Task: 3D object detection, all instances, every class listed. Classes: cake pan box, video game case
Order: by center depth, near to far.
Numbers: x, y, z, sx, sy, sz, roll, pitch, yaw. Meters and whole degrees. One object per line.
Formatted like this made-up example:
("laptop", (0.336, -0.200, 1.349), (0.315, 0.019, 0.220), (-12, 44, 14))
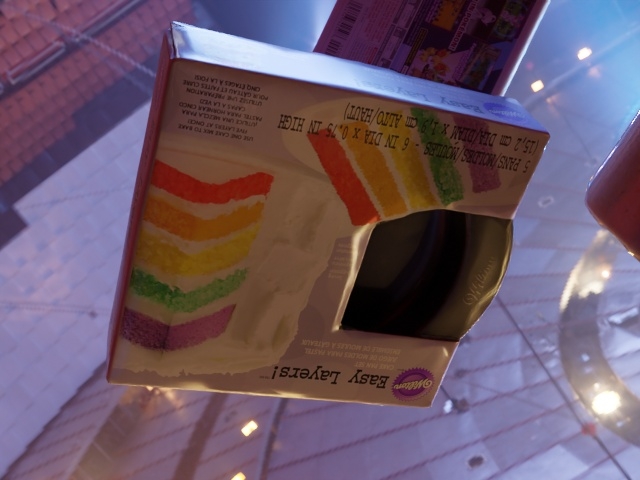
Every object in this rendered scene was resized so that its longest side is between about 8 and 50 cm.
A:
("cake pan box", (0.000, 0.000, 0.599), (0.070, 0.267, 0.245), (-110, -145, -55))
("video game case", (0.108, -0.216, 0.791), (0.201, 0.183, 0.023), (-64, 162, 3))

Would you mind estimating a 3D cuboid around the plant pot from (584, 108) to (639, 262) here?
("plant pot", (0.396, -0.082, 0.690), (0.305, 0.334, 0.334), (-53, -166, 19))
